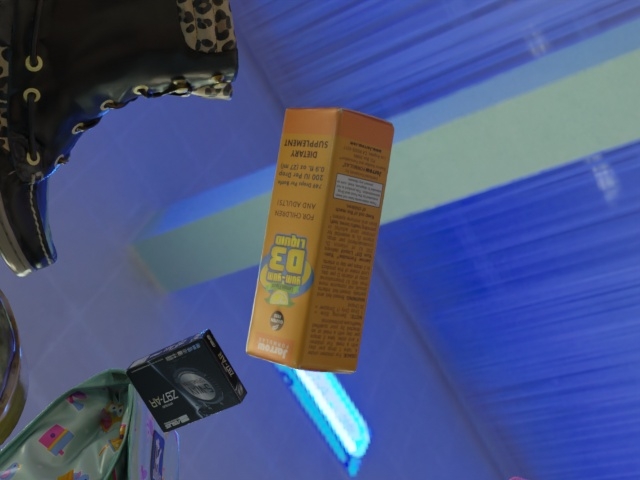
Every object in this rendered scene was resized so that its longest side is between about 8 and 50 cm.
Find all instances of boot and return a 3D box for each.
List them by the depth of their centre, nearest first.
[{"bbox_3d":[-0.232,-0.151,1.005,0.138,0.284,0.377,-129,32,-59],"label":"boot"}]

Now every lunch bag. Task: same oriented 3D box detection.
[{"bbox_3d":[-0.257,0.281,1.047,0.262,0.160,0.223,-53,-23,-20],"label":"lunch bag"}]

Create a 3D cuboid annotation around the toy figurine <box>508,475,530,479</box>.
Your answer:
[{"bbox_3d":[0.086,0.165,0.338,0.173,0.130,0.159,33,-144,-65],"label":"toy figurine"}]

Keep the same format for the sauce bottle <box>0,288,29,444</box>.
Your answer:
[{"bbox_3d":[-0.220,0.081,0.541,0.111,0.344,0.111,3,-104,-13],"label":"sauce bottle"}]

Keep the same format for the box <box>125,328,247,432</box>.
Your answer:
[{"bbox_3d":[-0.114,0.120,0.807,0.067,0.083,0.018,62,-159,-12],"label":"box"}]

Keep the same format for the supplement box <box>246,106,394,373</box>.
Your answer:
[{"bbox_3d":[0.000,0.000,0.864,0.080,0.078,0.233,8,-90,-45],"label":"supplement box"}]
